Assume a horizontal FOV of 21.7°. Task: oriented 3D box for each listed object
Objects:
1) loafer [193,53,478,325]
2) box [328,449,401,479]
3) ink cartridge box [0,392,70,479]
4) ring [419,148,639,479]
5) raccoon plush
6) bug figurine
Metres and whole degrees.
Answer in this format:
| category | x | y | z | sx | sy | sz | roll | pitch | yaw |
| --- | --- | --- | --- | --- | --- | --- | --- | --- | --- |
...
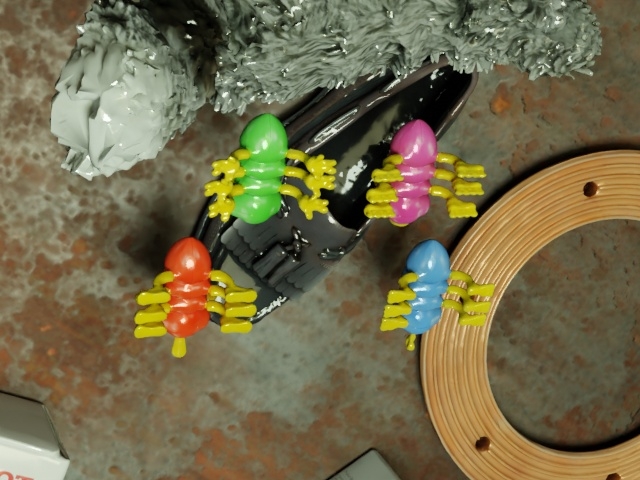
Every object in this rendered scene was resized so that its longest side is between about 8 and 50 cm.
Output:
| category | x | y | z | sx | sy | sz | roll | pitch | yaw |
| --- | --- | --- | --- | --- | --- | --- | --- | --- | --- |
| loafer | 0.008 | -0.049 | 1.308 | 0.109 | 0.095 | 0.302 | 39 | 92 | -27 |
| box | 0.050 | 0.254 | 1.416 | 0.087 | 0.101 | 0.102 | -35 | 116 | -5 |
| ink cartridge box | -0.336 | 0.239 | 1.275 | 0.198 | 0.115 | 0.273 | 19 | 101 | -23 |
| ring | 0.241 | 0.082 | 1.465 | 0.336 | 0.032 | 0.337 | -6 | 110 | -17 |
| raccoon plush | 0.036 | -0.132 | 1.120 | 0.299 | 0.446 | 0.216 | 14 | 138 | 7 |
| bug figurine | 0.000 | 0.000 | 1.237 | 0.279 | 0.072 | 0.216 | 1 | 130 | -19 |
